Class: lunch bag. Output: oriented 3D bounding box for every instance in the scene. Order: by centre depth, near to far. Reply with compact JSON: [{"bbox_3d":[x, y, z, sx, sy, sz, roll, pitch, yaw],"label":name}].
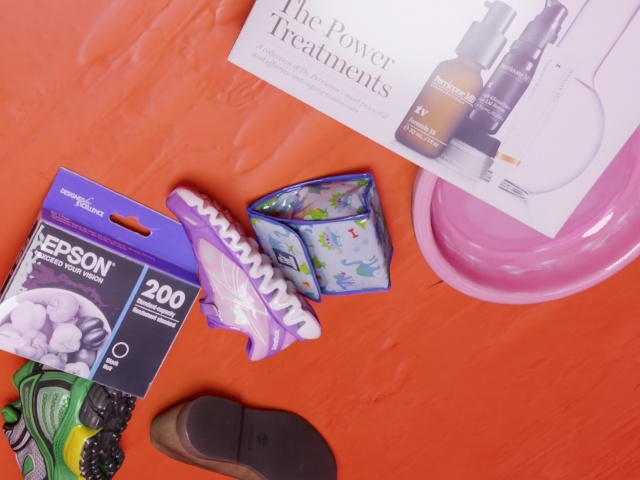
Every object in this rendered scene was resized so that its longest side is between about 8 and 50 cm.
[{"bbox_3d":[0.000,0.000,1.161,0.151,0.096,0.129,-5,132,15],"label":"lunch bag"}]

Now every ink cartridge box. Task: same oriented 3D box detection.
[{"bbox_3d":[-0.245,0.053,1.120,0.206,0.045,0.208,26,91,-29],"label":"ink cartridge box"}]

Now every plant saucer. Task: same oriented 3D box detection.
[{"bbox_3d":[0.263,-0.073,1.164,0.332,0.084,0.332,-6,128,-7],"label":"plant saucer"}]

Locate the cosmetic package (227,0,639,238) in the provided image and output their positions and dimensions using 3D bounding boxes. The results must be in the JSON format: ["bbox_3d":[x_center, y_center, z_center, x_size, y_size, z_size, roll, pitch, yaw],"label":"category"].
[{"bbox_3d":[0.142,-0.211,0.945,0.377,0.097,0.284,27,116,-7],"label":"cosmetic package"}]

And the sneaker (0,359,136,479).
[{"bbox_3d":[-0.339,0.264,1.289,0.146,0.134,0.343,31,131,10],"label":"sneaker"}]

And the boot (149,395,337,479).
[{"bbox_3d":[-0.102,0.293,1.381,0.115,0.112,0.305,-18,142,42],"label":"boot"}]

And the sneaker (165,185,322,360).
[{"bbox_3d":[-0.105,0.045,1.123,0.104,0.095,0.236,-38,102,4],"label":"sneaker"}]
